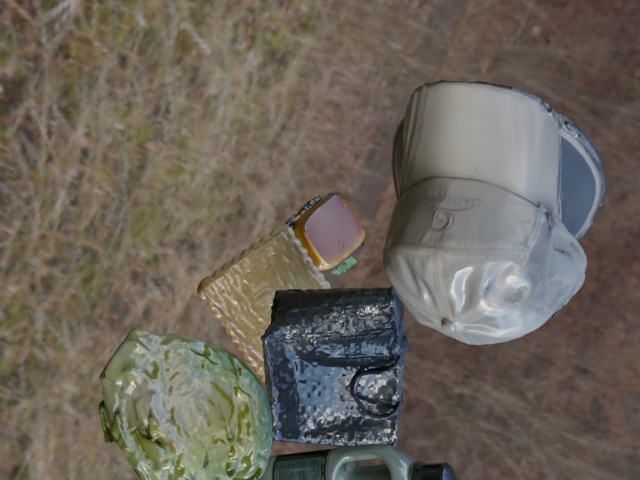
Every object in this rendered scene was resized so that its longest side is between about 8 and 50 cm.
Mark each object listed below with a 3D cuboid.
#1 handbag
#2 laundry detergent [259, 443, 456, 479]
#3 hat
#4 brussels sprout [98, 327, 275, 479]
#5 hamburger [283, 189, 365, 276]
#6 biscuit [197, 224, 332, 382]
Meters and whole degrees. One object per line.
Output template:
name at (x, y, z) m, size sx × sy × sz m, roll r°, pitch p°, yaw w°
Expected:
handbag at (0.020, 0.161, 1.321) m, size 0.088 × 0.175 × 0.270 m, roll -77°, pitch 168°, yaw -53°
laundry detergent at (0.044, 0.278, 1.206) m, size 0.070 × 0.226 × 0.099 m, roll -24°, pitch 100°, yaw -61°
hat at (0.155, -0.025, 1.070) m, size 0.161 × 0.232 × 0.275 m, roll -39°, pitch 131°, yaw -58°
brussels sprout at (-0.120, 0.156, 0.950) m, size 0.139 × 0.181 × 0.100 m, roll -47°, pitch -172°, yaw -21°
hamburger at (0.000, 0.000, 1.804) m, size 0.087 × 0.137 × 0.166 m, roll -23°, pitch -172°, yaw 43°
biscuit at (-0.044, 0.114, 1.497) m, size 0.160 × 0.249 × 0.030 m, roll -36°, pitch -162°, yaw -2°
